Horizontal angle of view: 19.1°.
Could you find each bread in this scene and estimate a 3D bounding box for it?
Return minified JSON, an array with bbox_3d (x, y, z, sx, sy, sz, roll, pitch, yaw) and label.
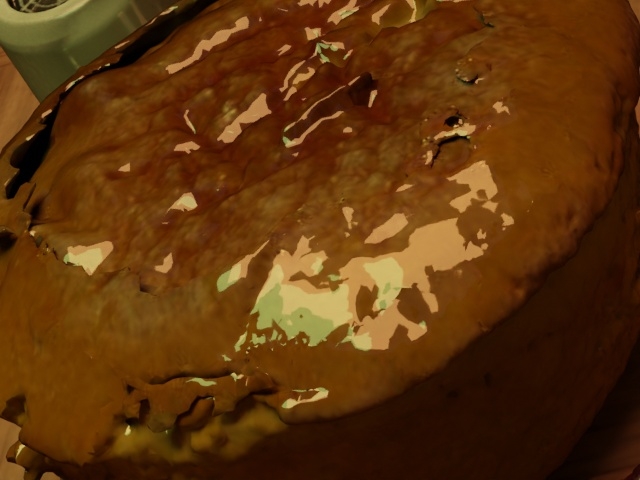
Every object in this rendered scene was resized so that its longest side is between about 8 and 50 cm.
[{"bbox_3d":[0.001,-0.002,0.938,0.337,0.204,0.358,-5,42,23],"label":"bread"}]

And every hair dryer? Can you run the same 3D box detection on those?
[{"bbox_3d":[-0.125,-0.011,1.091,0.107,0.173,0.357,-15,47,17],"label":"hair dryer"}]

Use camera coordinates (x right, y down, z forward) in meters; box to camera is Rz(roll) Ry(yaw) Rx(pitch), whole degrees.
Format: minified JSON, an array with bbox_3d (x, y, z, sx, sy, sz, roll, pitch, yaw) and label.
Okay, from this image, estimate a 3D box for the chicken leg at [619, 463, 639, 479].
[{"bbox_3d":[0.072,0.203,0.708,0.407,0.096,0.158,-39,31,-16],"label":"chicken leg"}]
